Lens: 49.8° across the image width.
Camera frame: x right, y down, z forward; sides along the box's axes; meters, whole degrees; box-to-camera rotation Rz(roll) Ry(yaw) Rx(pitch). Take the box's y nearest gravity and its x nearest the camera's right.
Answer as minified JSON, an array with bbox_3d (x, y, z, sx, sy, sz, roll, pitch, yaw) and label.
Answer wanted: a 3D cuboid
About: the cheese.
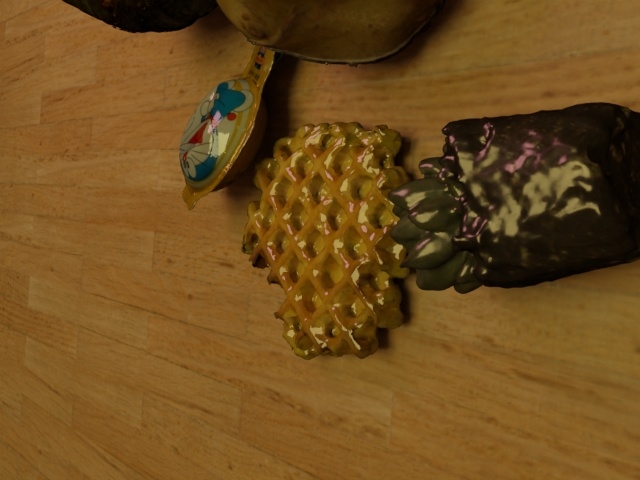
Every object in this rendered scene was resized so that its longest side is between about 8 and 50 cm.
[{"bbox_3d":[-0.101,-0.160,0.839,0.270,0.069,0.177,-58,29,10],"label":"cheese"}]

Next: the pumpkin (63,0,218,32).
[{"bbox_3d":[-0.225,-0.412,0.846,0.320,0.192,0.320,1,99,9],"label":"pumpkin"}]

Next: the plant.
[{"bbox_3d":[0.150,-0.030,0.529,0.194,0.129,0.132,-12,77,43],"label":"plant"}]

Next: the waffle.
[{"bbox_3d":[-0.001,0.000,0.746,0.291,0.051,0.291,-7,80,46],"label":"waffle"}]

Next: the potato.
[{"bbox_3d":[-0.024,-0.313,0.623,0.246,0.196,0.300,-35,74,14],"label":"potato"}]
